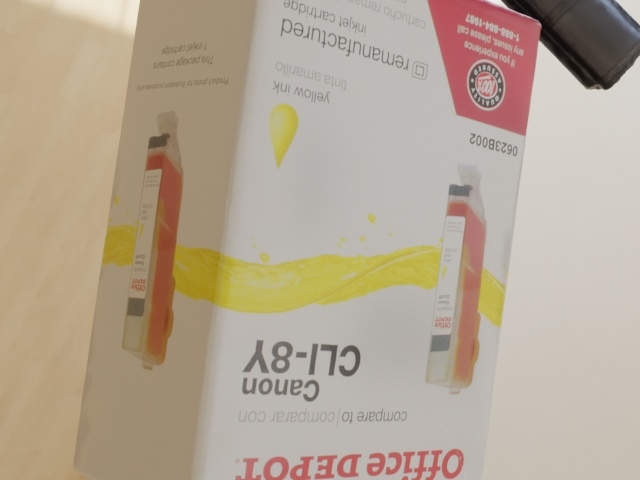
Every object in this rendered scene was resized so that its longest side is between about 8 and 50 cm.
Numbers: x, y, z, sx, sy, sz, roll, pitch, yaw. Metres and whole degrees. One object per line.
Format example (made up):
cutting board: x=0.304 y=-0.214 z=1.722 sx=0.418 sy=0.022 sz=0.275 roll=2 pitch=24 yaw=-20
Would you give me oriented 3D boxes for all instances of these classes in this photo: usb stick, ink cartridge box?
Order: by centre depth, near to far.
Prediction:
ink cartridge box: x=0.000 y=0.000 z=0.722 sx=0.279 sy=0.160 sz=0.385 roll=8 pitch=89 yaw=-41
usb stick: x=0.170 y=-0.246 z=0.843 sx=0.077 sy=0.278 sz=0.045 roll=-44 pitch=-179 yaw=-10
